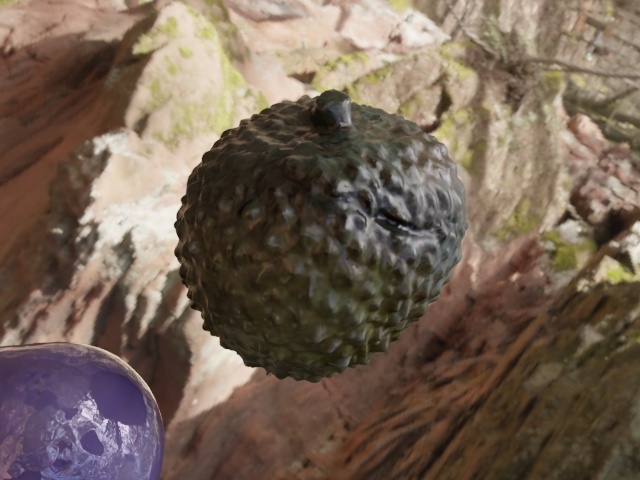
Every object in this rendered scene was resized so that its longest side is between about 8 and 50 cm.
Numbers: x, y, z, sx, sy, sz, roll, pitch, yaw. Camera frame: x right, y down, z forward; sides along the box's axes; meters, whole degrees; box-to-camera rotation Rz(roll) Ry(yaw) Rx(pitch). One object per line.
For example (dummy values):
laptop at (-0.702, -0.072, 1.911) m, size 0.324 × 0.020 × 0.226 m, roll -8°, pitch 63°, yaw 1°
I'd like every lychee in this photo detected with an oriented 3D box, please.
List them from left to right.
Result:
lychee at (0.000, 0.000, 0.690) m, size 0.255 × 0.255 × 0.274 m, roll -35°, pitch 136°, yaw -52°

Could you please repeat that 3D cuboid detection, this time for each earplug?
earplug at (-0.344, 0.194, 0.700) m, size 0.215 × 0.456 × 0.215 m, roll -10°, pitch 90°, yaw -70°
